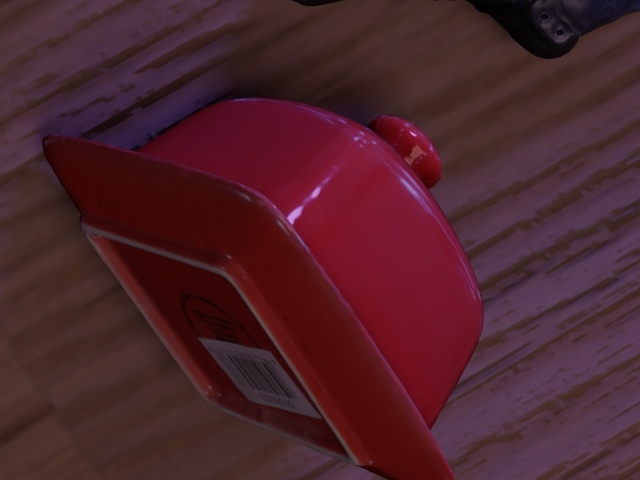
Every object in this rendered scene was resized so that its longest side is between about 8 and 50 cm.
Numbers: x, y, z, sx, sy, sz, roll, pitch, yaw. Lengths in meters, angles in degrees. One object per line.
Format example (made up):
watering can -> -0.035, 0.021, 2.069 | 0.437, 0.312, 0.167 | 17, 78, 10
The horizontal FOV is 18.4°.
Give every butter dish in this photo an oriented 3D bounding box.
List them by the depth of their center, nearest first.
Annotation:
butter dish -> 0.000, 0.000, 0.749 | 0.118, 0.160, 0.160 | -45, 123, -22

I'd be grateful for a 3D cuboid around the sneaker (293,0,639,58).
sneaker -> 0.074, -0.103, 0.763 | 0.170, 0.051, 0.089 | -26, 116, -10
